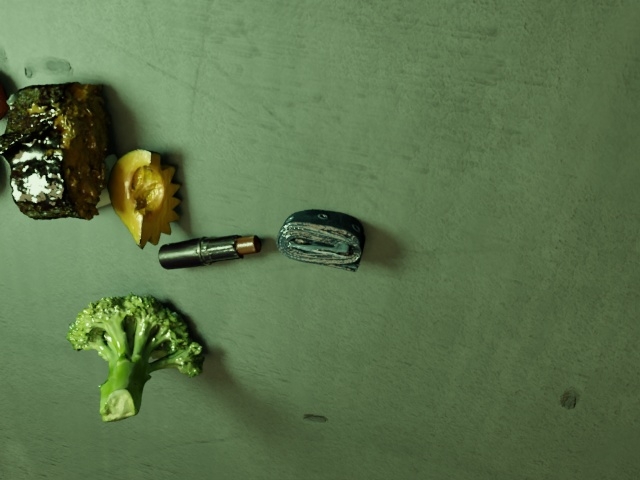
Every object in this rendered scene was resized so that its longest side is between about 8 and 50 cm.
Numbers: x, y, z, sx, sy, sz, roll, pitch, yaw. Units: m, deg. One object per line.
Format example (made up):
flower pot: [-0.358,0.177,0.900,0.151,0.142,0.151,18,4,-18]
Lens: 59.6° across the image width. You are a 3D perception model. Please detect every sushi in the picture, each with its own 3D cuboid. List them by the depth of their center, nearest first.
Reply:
sushi: [-0.640,-0.220,1.351,0.208,0.234,0.348,-5,84,12]

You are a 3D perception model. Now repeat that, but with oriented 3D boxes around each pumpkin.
pumpkin: [-0.462,-0.120,1.471,0.149,0.130,0.253,15,106,26]

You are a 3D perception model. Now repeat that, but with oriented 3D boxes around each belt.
belt: [0.000,0.000,1.384,0.218,0.128,0.122,9,117,9]

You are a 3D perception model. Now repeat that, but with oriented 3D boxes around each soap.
soap: [-0.615,-0.149,1.517,0.183,0.064,0.121,-14,110,21]

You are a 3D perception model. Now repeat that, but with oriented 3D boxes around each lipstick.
lipstick: [-0.299,0.027,1.507,0.300,0.081,0.081,-9,113,20]

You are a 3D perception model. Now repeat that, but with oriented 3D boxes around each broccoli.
broccoli: [-0.556,0.308,1.544,0.353,0.397,0.274,10,116,19]

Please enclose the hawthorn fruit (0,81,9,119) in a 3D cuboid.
hawthorn fruit: [-0.905,-0.365,1.429,0.174,0.179,0.173,17,117,36]
